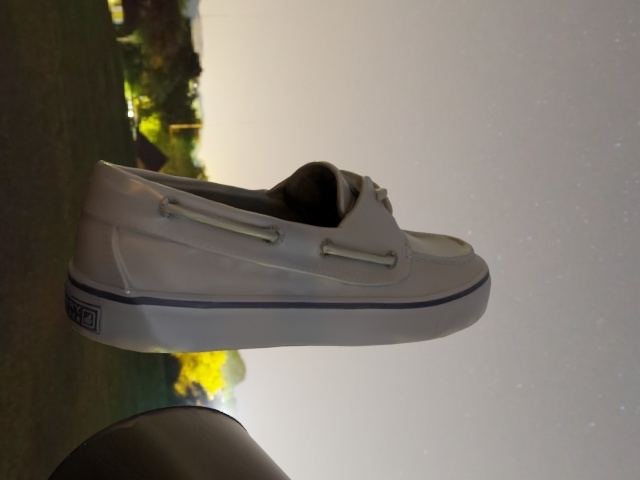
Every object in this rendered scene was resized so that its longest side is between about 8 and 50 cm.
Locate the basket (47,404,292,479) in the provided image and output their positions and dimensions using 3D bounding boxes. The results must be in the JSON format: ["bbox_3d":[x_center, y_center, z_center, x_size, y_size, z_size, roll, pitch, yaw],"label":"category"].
[{"bbox_3d":[-0.058,0.237,0.484,0.227,0.204,0.154,25,-85,43],"label":"basket"}]

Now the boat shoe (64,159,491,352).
[{"bbox_3d":[0.000,0.000,0.381,0.096,0.268,0.088,31,-67,54],"label":"boat shoe"}]
